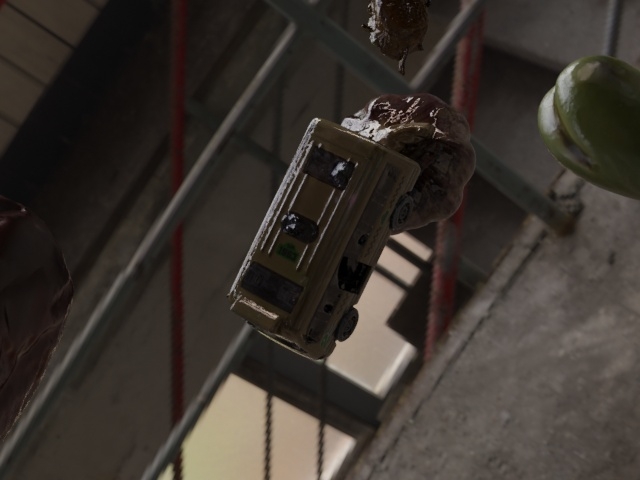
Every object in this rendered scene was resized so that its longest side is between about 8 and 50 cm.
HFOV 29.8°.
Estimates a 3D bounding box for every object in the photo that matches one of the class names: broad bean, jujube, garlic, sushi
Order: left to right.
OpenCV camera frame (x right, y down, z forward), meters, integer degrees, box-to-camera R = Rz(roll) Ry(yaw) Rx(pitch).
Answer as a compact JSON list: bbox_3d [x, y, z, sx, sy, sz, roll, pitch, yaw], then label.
[{"bbox_3d":[-0.319,0.081,0.926,0.223,0.223,0.318,-32,11,31],"label":"jujube"},{"bbox_3d":[0.068,-0.209,1.113,0.060,0.061,0.118,118,158,-60],"label":"sushi"},{"bbox_3d":[0.113,-0.124,1.806,0.244,0.160,0.245,-10,61,20],"label":"garlic"},{"bbox_3d":[0.385,-0.124,1.378,0.121,0.263,0.189,101,179,-56],"label":"broad bean"}]

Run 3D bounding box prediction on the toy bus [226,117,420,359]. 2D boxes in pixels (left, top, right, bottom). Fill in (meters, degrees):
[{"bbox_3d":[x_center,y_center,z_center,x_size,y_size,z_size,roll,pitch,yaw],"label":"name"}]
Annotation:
[{"bbox_3d":[0.000,0.000,1.518,0.139,0.157,0.290,28,93,26],"label":"toy bus"}]
